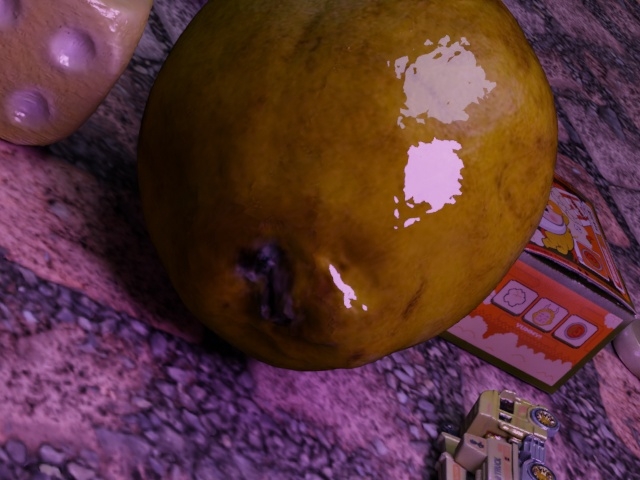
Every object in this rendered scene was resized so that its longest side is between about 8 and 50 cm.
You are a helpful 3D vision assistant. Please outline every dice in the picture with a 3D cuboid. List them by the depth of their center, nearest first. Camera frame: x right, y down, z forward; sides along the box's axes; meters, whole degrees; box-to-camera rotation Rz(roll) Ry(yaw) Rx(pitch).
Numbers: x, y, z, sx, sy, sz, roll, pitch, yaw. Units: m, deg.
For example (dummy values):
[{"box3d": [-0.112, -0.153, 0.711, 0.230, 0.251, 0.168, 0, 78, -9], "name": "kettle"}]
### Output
[{"box3d": [-0.254, -0.201, 1.314, 0.169, 0.166, 0.169, 31, 28, -24], "name": "dice"}]

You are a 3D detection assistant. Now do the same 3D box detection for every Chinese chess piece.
[{"box3d": [0.389, 0.135, 1.846, 0.084, 0.034, 0.084, 33, 30, -22], "name": "Chinese chess piece"}]

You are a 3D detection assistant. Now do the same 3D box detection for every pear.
[{"box3d": [0.024, -0.075, 1.321, 0.352, 0.352, 0.413, 33, 54, -18], "name": "pear"}]

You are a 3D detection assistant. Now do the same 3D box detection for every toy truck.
[{"box3d": [0.154, 0.204, 1.379, 0.100, 0.077, 0.169, 25, 32, -5], "name": "toy truck"}]

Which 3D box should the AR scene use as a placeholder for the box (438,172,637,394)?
[{"box3d": [0.211, 0.024, 1.638, 0.178, 0.148, 0.195, 28, 30, -25], "name": "box"}]
